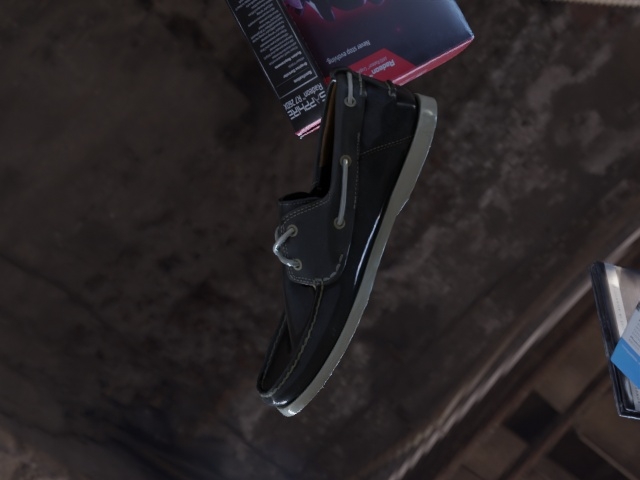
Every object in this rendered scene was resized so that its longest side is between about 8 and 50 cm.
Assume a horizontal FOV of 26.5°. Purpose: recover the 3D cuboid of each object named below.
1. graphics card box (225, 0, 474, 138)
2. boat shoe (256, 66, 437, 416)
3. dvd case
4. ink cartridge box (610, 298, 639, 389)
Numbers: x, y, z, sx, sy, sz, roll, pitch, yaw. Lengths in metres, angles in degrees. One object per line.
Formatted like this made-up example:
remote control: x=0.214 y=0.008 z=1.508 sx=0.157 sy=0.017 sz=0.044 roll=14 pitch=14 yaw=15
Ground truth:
graphics card box: x=-0.011 y=-0.325 z=1.464 sx=0.233 sy=0.371 sz=0.094 roll=-30 pitch=-177 yaw=-36
boat shoe: x=0.000 y=0.000 z=0.902 sx=0.233 sy=0.079 sz=0.084 roll=-69 pitch=-162 yaw=-2
dvd case: x=0.372 y=0.111 z=1.336 sx=0.018 sy=0.221 sz=0.164 roll=129 pitch=-35 yaw=-48
ink cartridge box: x=0.267 y=0.032 z=0.894 sx=0.104 sy=0.180 sz=0.060 roll=-31 pitch=-116 yaw=-21
